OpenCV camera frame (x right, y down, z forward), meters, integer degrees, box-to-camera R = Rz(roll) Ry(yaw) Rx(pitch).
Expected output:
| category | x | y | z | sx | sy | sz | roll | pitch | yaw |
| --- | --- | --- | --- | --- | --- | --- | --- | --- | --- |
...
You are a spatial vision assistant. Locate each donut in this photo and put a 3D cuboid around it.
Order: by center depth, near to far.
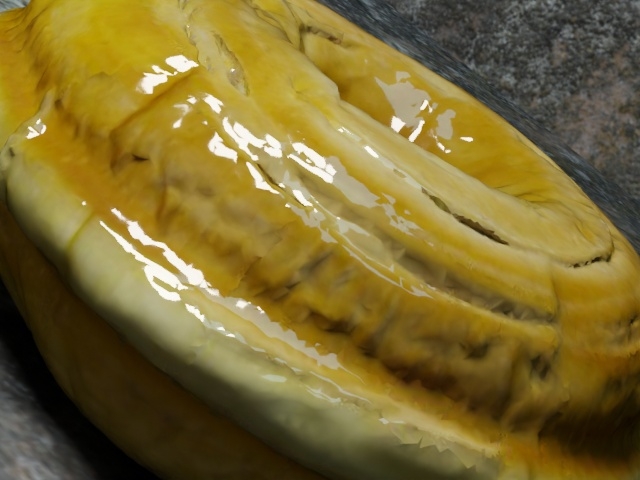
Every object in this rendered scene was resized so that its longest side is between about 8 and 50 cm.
| category | x | y | z | sx | sy | sz | roll | pitch | yaw |
| --- | --- | --- | --- | --- | --- | --- | --- | --- | --- |
| donut | 0.000 | 0.000 | 0.873 | 0.449 | 0.198 | 0.449 | 31 | 17 | -11 |
